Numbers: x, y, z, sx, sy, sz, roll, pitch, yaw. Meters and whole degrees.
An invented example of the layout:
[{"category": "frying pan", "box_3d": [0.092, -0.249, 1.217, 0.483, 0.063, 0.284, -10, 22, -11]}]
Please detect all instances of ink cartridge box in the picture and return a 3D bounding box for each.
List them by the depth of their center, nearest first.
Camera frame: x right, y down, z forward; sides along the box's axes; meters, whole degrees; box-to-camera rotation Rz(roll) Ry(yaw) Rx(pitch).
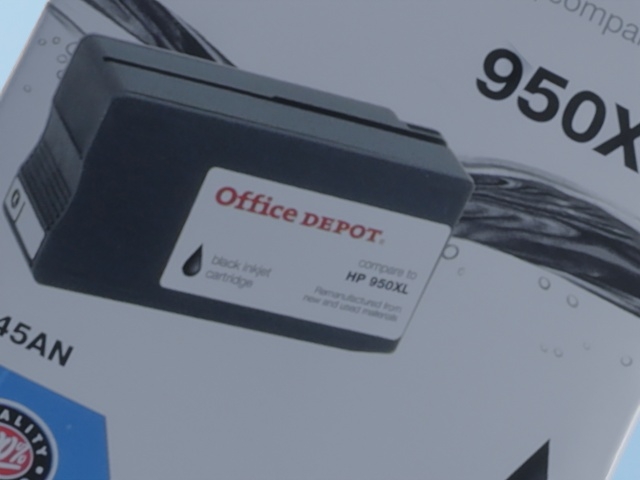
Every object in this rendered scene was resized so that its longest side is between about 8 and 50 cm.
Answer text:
[{"category": "ink cartridge box", "box_3d": [0.000, 0.000, 0.806, 0.285, 0.166, 0.395, 26, -97, -2]}]
